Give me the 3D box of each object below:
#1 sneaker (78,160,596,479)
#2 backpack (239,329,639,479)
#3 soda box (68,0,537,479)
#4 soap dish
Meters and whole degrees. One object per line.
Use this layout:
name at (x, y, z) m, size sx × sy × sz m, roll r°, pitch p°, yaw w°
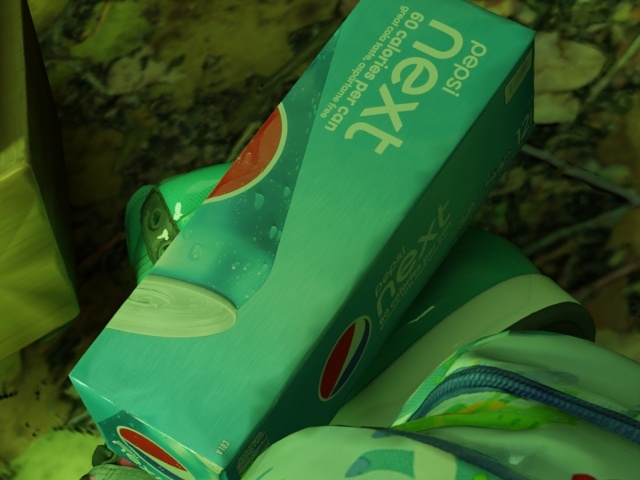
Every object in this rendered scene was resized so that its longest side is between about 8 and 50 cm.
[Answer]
sneaker at (-0.053, 0.065, 0.717) m, size 0.295 × 0.124 × 0.178 m, roll -34°, pitch 53°, yaw -10°
backpack at (0.043, 0.196, 0.421) m, size 0.273 × 0.355 × 0.290 m, roll -45°, pitch 48°, yaw -11°
soda box at (0.000, 0.000, 0.644) m, size 0.071 × 0.067 × 0.210 m, roll 28°, pitch 67°, yaw 21°
soap dish at (-0.226, -0.011, 0.815) m, size 0.229 × 0.118 × 0.291 m, roll -30°, pitch 26°, yaw 3°
